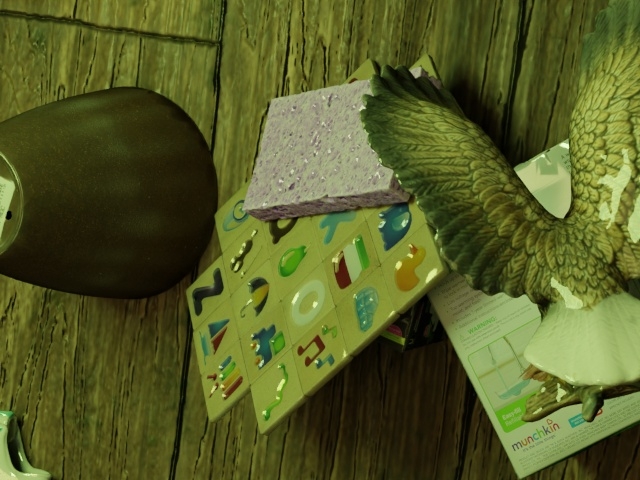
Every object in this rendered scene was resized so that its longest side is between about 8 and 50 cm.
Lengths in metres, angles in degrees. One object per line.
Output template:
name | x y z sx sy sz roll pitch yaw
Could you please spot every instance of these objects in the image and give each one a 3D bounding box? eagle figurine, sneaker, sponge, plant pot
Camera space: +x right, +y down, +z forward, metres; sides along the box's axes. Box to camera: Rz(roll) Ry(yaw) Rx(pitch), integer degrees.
eagle figurine | 0.176 -0.021 1.229 0.225 0.226 0.298 -12 94 48
sneaker | -0.366 0.204 1.759 0.212 0.080 0.094 43 101 12
sponge | 0.015 -0.082 1.477 0.210 0.031 0.117 -6 62 50
plant pot | -0.249 -0.041 1.578 0.215 0.230 0.215 2 94 29

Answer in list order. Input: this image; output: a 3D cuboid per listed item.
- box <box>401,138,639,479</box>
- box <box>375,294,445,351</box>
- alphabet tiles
box | 0.237 0.034 1.372 0.262 0.127 0.231 -33 77 27
box | 0.073 0.062 1.489 0.062 0.083 0.052 21 103 26
alphabet tiles | 0.000 0.000 1.478 0.342 0.011 0.285 -44 38 24
